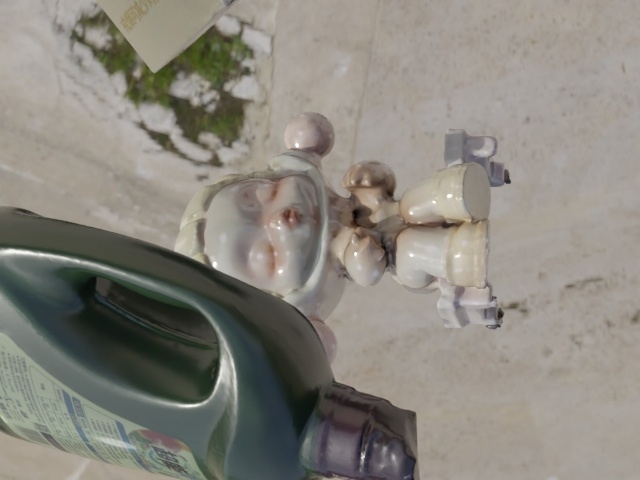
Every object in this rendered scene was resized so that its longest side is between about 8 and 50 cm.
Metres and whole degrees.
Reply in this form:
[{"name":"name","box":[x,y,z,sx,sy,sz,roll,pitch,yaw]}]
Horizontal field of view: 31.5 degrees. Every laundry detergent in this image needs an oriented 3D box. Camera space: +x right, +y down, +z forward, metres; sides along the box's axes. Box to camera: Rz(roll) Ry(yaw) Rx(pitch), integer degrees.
[{"name":"laundry detergent","box":[-0.060,0.058,0.500,0.222,0.078,0.144,12,135,23]}]

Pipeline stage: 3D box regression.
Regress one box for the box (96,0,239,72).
[{"name":"box","box":[-0.213,-0.328,0.980,0.365,0.051,0.204,52,155,-10]}]

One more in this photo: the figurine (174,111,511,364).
[{"name":"figurine","box":[0.003,-0.003,0.808,0.257,0.144,0.182,-2,92,18]}]
